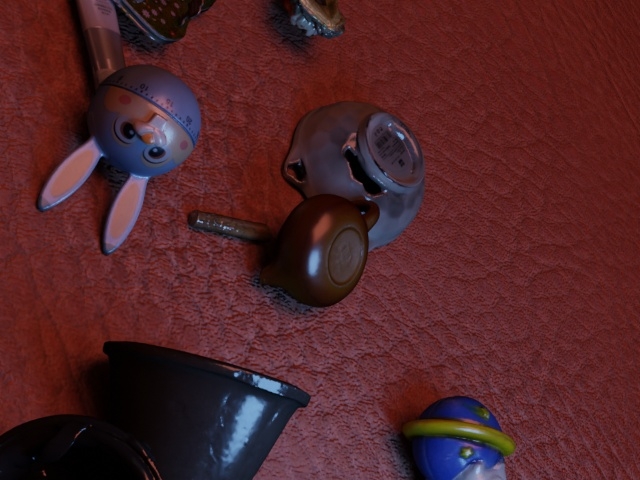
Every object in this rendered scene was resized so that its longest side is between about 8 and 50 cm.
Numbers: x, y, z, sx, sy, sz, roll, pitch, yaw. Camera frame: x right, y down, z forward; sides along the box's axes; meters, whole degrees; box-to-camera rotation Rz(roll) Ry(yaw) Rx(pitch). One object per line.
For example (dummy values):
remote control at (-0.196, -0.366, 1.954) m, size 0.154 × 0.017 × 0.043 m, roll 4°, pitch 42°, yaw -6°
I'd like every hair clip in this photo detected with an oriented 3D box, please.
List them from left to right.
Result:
hair clip at (-0.013, -0.476, 1.955) m, size 0.138 × 0.091 × 0.321 m, roll 39°, pitch 36°, yaw -24°

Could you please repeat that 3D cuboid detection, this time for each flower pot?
flower pot at (-0.159, 0.235, 1.326) m, size 0.269 × 0.269 × 0.166 m, roll 21°, pitch 75°, yaw -35°

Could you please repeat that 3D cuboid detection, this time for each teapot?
teapot at (0.000, 0.000, 1.668) m, size 0.252 × 0.135 × 0.178 m, roll -42°, pitch 136°, yaw -40°

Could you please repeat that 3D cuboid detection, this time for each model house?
model house at (-0.218, -0.466, 1.668) m, size 0.207 × 0.154 × 0.294 m, roll 45°, pitch 34°, yaw -15°

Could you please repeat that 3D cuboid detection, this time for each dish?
dish at (0.089, -0.132, 1.835) m, size 0.303 × 0.120 × 0.303 m, roll 24°, pitch 52°, yaw -35°

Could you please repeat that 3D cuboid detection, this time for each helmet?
helmet at (-0.288, 0.326, 1.167) m, size 0.279 × 0.160 × 0.230 m, roll -44°, pitch 80°, yaw -7°

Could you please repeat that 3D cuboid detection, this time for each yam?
yam at (-0.135, -0.021, 1.621) m, size 0.145 × 0.032 × 0.032 m, roll 12°, pitch 60°, yaw -39°

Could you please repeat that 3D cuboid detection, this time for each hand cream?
hand cream at (-0.334, -0.334, 1.585) m, size 0.079 × 0.048 × 0.255 m, roll 12°, pitch 57°, yaw -51°

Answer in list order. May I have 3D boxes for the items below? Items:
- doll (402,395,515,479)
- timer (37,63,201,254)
doll at (0.250, 0.379, 1.678) m, size 0.311 × 0.160 × 0.242 m, roll 30°, pitch 49°, yaw -34°
timer at (-0.260, -0.132, 1.464) m, size 0.175 × 0.175 × 0.255 m, roll 38°, pitch 47°, yaw -23°
